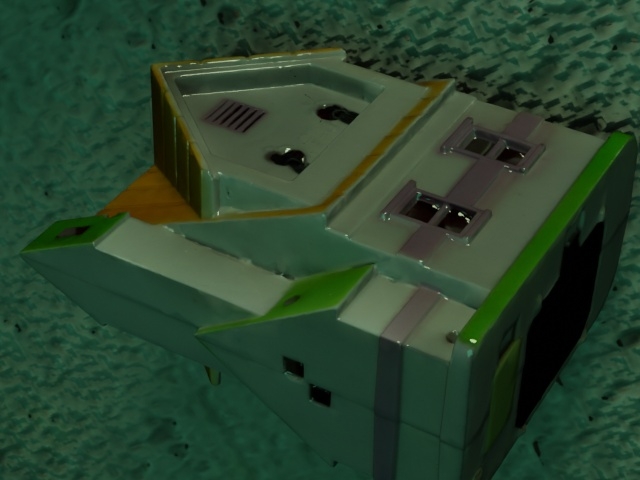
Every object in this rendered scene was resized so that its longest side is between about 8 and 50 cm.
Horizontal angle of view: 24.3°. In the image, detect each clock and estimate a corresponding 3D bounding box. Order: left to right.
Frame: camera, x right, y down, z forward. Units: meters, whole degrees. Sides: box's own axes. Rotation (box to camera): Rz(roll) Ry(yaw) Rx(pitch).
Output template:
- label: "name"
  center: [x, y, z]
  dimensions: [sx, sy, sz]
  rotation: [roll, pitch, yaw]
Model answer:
- label: "clock"
  center: [0.000, 0.000, 0.893]
  dimensions: [0.310, 0.235, 0.166]
  rotation: [21, 133, 22]
